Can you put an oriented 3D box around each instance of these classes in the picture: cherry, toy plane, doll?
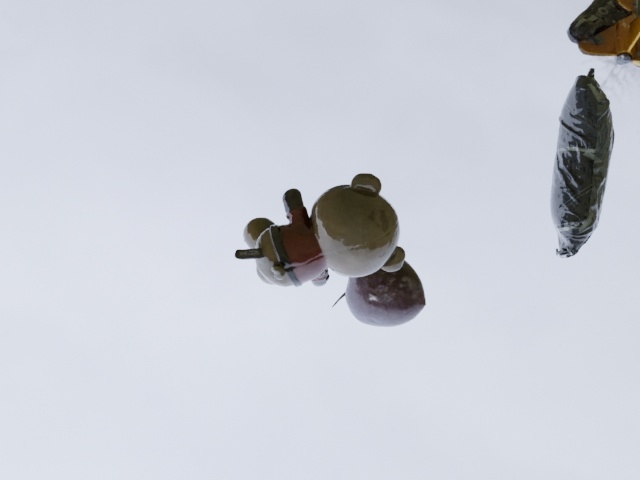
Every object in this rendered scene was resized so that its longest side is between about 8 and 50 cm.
[{"bbox_3d":[0.170,0.136,1.834,0.266,0.213,0.184,12,-166,26],"label":"cherry"},{"bbox_3d":[0.446,-0.340,0.921,0.204,0.103,0.316,16,-131,2],"label":"toy plane"},{"bbox_3d":[0.000,0.000,1.349,0.330,0.235,0.174,-19,-161,8],"label":"doll"}]

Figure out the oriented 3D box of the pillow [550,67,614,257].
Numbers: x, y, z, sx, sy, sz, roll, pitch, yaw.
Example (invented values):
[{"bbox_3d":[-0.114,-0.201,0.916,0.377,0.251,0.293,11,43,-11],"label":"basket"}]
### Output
[{"bbox_3d":[0.467,-0.132,1.184,0.093,0.334,0.162,8,-178,30],"label":"pillow"}]
